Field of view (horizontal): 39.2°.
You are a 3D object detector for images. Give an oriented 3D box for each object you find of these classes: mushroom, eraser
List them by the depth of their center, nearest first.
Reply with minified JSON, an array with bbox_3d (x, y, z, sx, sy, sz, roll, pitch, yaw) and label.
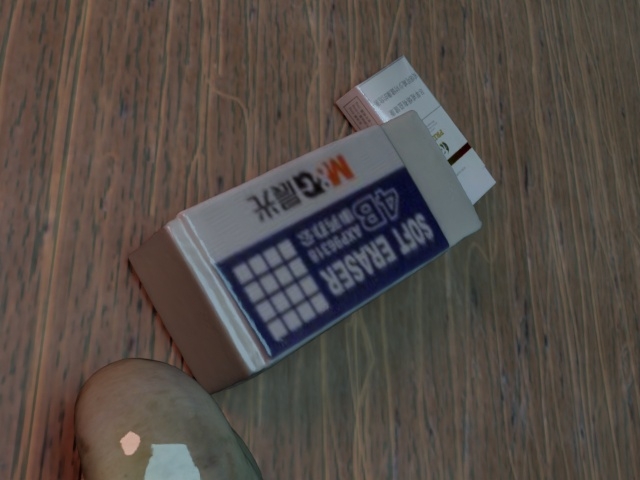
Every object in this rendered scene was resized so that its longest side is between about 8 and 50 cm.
[{"bbox_3d":[-0.100,0.147,0.540,0.122,0.154,0.154,-27,85,1],"label":"mushroom"},{"bbox_3d":[0.000,0.000,0.707,0.279,0.081,0.124,-29,87,-41],"label":"eraser"}]

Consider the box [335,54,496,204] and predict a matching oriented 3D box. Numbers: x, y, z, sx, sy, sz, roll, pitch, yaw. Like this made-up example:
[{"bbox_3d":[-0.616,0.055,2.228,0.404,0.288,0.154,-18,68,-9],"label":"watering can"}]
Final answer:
[{"bbox_3d":[0.092,-0.091,0.845,0.154,0.040,0.084,54,47,-4],"label":"box"}]
